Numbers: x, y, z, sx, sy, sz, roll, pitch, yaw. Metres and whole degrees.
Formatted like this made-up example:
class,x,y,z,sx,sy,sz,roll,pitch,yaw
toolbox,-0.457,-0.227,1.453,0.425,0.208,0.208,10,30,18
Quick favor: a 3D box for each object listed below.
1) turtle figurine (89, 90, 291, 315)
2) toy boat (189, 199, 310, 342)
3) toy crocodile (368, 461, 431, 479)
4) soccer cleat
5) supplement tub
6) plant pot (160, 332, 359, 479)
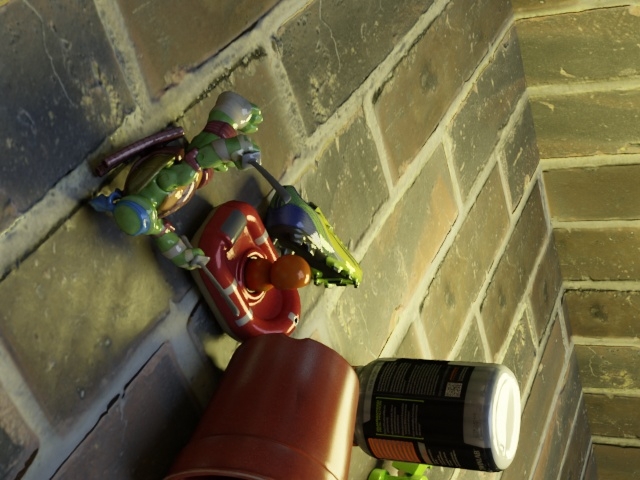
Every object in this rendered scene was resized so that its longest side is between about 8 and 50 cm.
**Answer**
class,x,y,z,sx,sy,sz,roll,pitch,yaw
turtle figurine,-0.134,-0.059,1.168,0.266,0.275,0.197,-67,160,-50
toy boat,-0.083,0.052,1.323,0.151,0.151,0.231,-62,140,-40
toy crocodile,0.149,0.564,1.763,0.105,0.115,0.340,51,46,-49
soccer cleat,0.001,0.000,1.538,0.289,0.094,0.121,41,48,-54
supplement tub,0.192,0.314,1.640,0.194,0.316,0.193,0,90,-62
plant pot,-0.067,0.293,1.263,0.265,0.273,0.272,-72,146,-45
